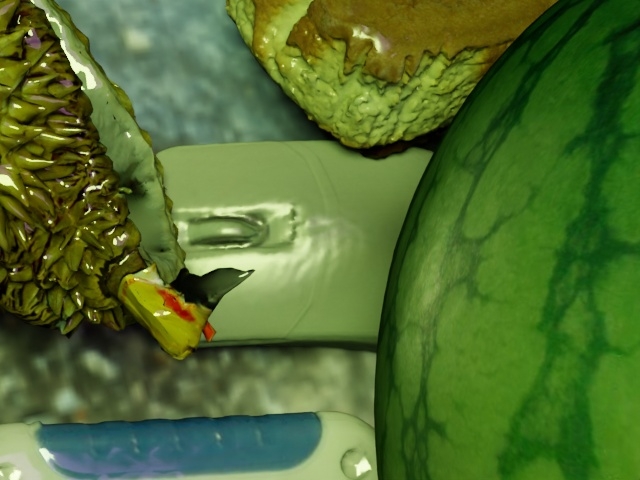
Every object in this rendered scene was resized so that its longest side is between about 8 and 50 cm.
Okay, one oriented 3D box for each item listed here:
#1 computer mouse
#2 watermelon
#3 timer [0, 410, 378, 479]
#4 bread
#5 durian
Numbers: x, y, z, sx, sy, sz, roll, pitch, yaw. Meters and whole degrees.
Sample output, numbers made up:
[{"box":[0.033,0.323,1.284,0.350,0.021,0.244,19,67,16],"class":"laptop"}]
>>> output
[{"box":[0.000,0.000,0.673,0.182,0.056,0.089,1,70,-19],"class":"computer mouse"},{"box":[0.179,0.059,0.568,0.363,0.363,0.363,5,74,-19],"class":"watermelon"},{"box":[-0.045,0.187,0.592,0.178,0.078,0.253,-1,75,-21],"class":"timer"},{"box":[0.029,-0.106,0.683,0.140,0.069,0.128,-21,65,-37],"class":"bread"},{"box":[-0.138,-0.030,0.571,0.138,0.193,0.237,-41,67,1],"class":"durian"}]
